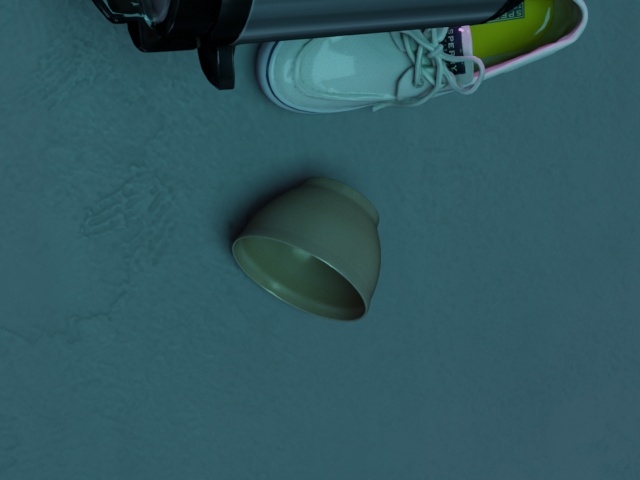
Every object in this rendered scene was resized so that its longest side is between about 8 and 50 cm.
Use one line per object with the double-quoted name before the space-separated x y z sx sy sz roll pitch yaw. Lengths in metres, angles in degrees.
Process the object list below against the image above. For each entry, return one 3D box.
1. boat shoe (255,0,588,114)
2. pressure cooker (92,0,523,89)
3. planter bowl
"boat shoe" 0.121 -0.204 1.287 0.367 0.156 0.135 -13 112 -18
"pressure cooker" -0.031 -0.358 1.041 0.421 0.375 0.369 -8 72 -16
"planter bowl" 0.000 0.000 1.323 0.162 0.162 0.109 41 64 -28
